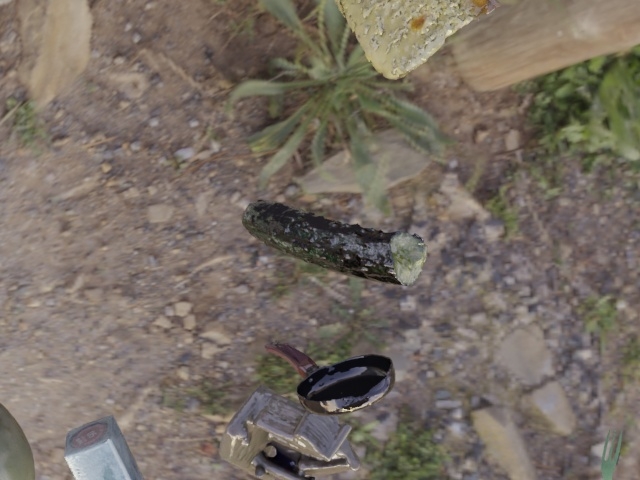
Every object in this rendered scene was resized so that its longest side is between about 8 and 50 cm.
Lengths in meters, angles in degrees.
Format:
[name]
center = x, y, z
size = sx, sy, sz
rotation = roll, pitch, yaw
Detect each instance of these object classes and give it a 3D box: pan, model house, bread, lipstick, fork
[pan]
center = 0.000, 0.157, 1.296
size = 0.115, 0.212, 0.040
rotation = -25, 112, -31
[model house]
center = -0.031, 0.297, 1.625
size = 0.188, 0.229, 0.122
rotation = 14, 71, 13
[bread]
center = 0.165, -0.371, 1.650
size = 0.279, 0.248, 0.315
rotation = 16, 45, -59
[lipstick]
center = -0.256, 0.379, 1.512
size = 0.077, 0.076, 0.289
rotation = -21, 110, -1
[fork]
center = 0.394, 0.371, 1.486
size = 0.021, 0.039, 0.235
rotation = -2, 86, -16

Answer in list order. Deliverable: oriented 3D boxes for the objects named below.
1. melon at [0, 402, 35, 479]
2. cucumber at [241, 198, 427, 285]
[melon]
center = -0.506, 0.312, 1.471
size = 0.272, 0.308, 0.271
rotation = 2, 86, -32
[cucumber]
center = 0.000, 0.000, 1.523
size = 0.081, 0.303, 0.072
rotation = -44, 133, -36
